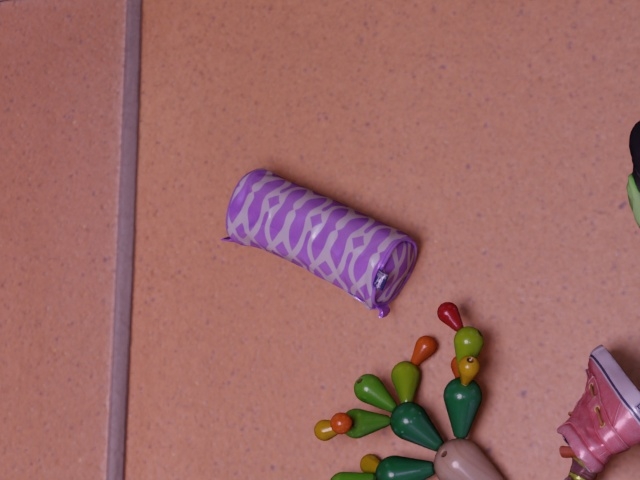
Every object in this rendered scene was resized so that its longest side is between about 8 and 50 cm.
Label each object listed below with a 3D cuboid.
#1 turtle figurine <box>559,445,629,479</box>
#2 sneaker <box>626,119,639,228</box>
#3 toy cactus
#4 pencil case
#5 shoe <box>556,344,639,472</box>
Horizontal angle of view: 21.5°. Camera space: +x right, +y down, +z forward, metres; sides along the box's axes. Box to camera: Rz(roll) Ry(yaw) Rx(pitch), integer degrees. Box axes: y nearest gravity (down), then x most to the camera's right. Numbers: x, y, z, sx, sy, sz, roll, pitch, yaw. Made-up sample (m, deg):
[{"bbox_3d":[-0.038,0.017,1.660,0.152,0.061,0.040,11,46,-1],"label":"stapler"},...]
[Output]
[{"bbox_3d":[0.199,0.263,1.522,0.217,0.087,0.269,-1,44,14],"label":"turtle figurine"},{"bbox_3d":[0.487,-0.132,1.460,0.483,0.202,0.185,-31,50,12],"label":"sneaker"},{"bbox_3d":[0.105,0.185,1.618,0.180,0.112,0.219,41,86,15],"label":"toy cactus"},{"bbox_3d":[0.000,0.000,1.709,0.206,0.086,0.088,27,112,27],"label":"pencil case"},{"bbox_3d":[0.250,0.152,1.522,0.081,0.178,0.063,-38,100,5],"label":"shoe"}]
